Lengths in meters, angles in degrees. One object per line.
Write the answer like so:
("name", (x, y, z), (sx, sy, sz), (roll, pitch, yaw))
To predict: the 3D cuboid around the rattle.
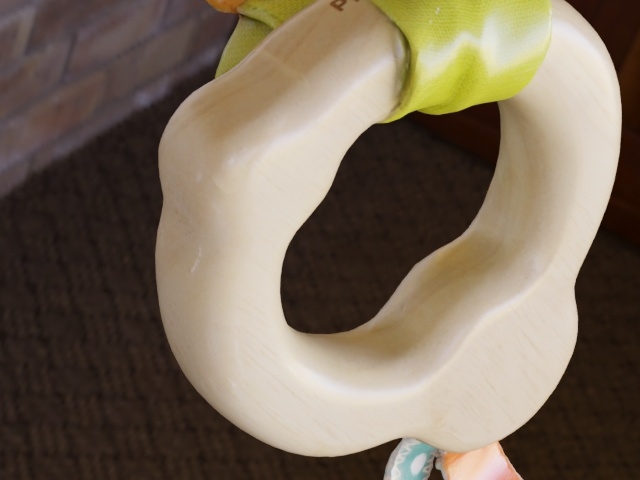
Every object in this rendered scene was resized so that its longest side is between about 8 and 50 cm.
("rattle", (0.000, 0.000, 0.501), (0.143, 0.199, 0.130), (23, 63, 32))
